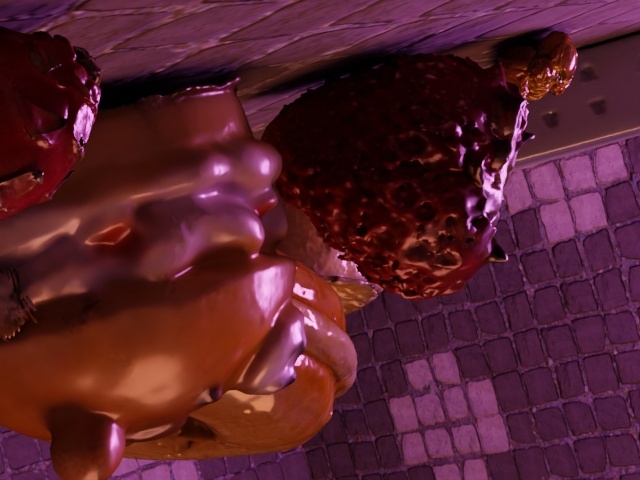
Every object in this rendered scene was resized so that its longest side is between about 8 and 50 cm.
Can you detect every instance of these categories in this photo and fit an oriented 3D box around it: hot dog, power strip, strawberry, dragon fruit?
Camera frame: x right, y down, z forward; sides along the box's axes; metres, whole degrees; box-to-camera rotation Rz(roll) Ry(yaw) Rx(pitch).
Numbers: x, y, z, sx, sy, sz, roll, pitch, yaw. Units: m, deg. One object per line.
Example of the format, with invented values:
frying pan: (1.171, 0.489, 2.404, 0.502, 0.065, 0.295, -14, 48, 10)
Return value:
hot dog: (0.180, -0.143, 1.352, 0.071, 0.045, 0.165, -14, 179, 5)
power strip: (0.185, -0.115, 1.505, 0.385, 0.091, 0.062, -15, 176, 1)
strawberry: (0.055, -0.057, 1.203, 0.202, 0.186, 0.184, 17, -167, 3)
dragon fruit: (-0.191, -0.046, 0.732, 0.191, 0.094, 0.094, -10, 176, -14)

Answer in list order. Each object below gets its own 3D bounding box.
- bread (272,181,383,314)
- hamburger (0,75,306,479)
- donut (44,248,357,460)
bread: (-0.001, -0.003, 1.831, 0.197, 0.170, 0.197, 0, 156, 0)
hamburger: (-0.140, 0.031, 1.084, 0.276, 0.236, 0.276, -16, 180, 0)
donut: (-0.182, 0.105, 1.678, 0.449, 0.198, 0.449, 6, 160, 2)
